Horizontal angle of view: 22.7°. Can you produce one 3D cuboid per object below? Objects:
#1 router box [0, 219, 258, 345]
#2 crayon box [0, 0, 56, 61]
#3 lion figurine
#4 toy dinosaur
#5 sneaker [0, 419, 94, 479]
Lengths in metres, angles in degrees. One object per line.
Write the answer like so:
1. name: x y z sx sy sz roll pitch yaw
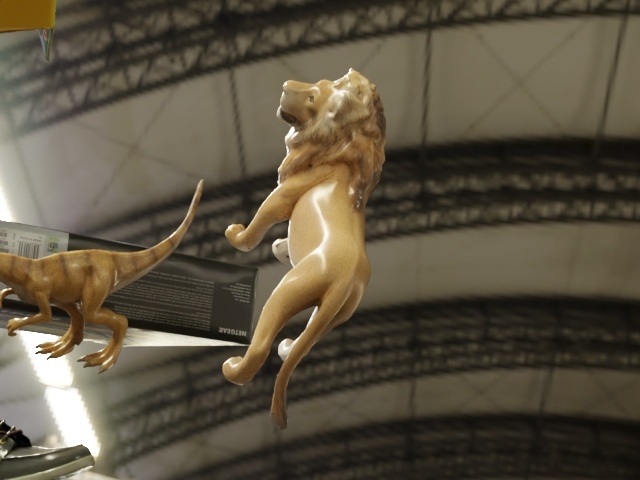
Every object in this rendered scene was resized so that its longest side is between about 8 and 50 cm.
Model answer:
1. router box: -0.253 0.045 1.521 0.308 0.081 0.243 12 -10 -37
2. crayon box: -0.279 -0.321 1.373 0.081 0.202 0.318 -8 -29 -17
3. lion figurine: 0.000 0.000 1.797 0.142 0.392 0.240 23 -50 -33
4. toy dinosaur: -0.159 0.029 1.122 0.211 0.112 0.064 -9 21 -35
5. sneaker: -0.365 0.221 1.785 0.222 0.118 0.083 -9 -7 13
